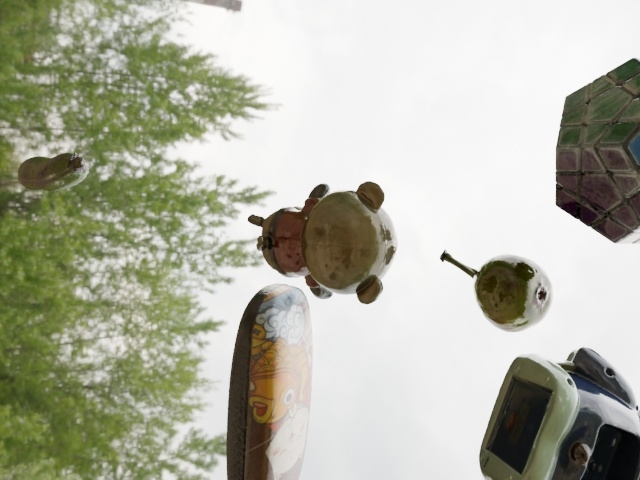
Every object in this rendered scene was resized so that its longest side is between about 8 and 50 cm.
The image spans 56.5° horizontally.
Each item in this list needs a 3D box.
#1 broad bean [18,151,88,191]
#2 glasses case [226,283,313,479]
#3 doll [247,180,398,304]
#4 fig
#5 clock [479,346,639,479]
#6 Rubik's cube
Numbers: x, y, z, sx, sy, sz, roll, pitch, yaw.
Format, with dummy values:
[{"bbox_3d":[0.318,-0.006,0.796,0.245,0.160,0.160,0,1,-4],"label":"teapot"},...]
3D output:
[{"bbox_3d":[-0.502,-0.124,1.094,0.339,0.077,0.061,6,-42,46],"label":"broad bean"},{"bbox_3d":[-0.063,0.214,0.758,0.082,0.122,0.320,8,-79,20],"label":"glasses case"},{"bbox_3d":[0.000,0.000,1.153,0.330,0.174,0.234,0,-94,45],"label":"doll"},{"bbox_3d":[0.327,0.091,1.167,0.259,0.152,0.151,11,-79,60],"label":"fig"},{"bbox_3d":[0.279,0.218,0.553,0.146,0.244,0.199,146,-31,-79],"label":"clock"},{"bbox_3d":[0.545,-0.145,1.003,0.264,0.319,0.318,-82,173,-85],"label":"Rubik's cube"}]
